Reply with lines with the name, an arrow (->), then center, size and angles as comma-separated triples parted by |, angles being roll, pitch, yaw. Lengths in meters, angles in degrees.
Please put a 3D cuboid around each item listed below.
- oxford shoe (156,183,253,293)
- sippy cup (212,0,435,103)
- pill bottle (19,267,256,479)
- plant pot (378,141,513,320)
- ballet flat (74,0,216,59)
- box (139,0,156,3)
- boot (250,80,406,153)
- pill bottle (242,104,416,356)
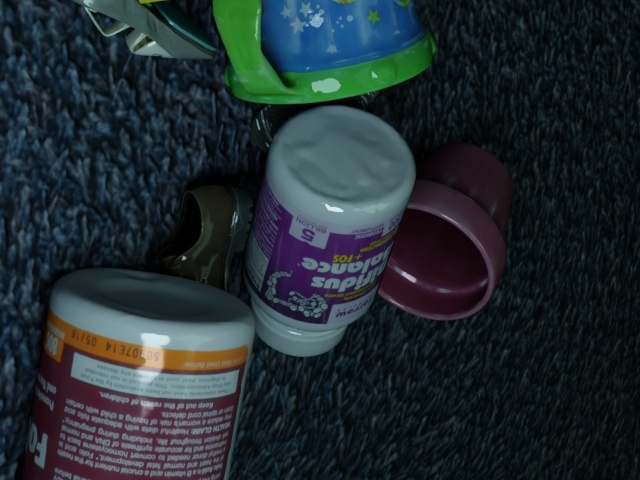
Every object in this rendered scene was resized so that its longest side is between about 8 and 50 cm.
oxford shoe -> -0.152, 0.043, 1.947 | 0.096, 0.083, 0.227 | 4, 99, -38
sippy cup -> -0.005, -0.289, 1.862 | 0.240, 0.305, 0.224 | -11, 110, -3
pill bottle -> -0.211, 0.245, 1.834 | 0.224, 0.224, 0.392 | -3, 108, -51
plant pot -> 0.164, -0.026, 2.222 | 0.180, 0.201, 0.201 | -57, 144, -41
ballet flat -> -0.193, -0.233, 1.778 | 0.068, 0.072, 0.213 | -43, 143, 10
box -> -0.123, -0.366, 1.625 | 0.243, 0.213, 0.117 | 60, 42, -37
boot -> 0.027, -0.180, 2.048 | 0.076, 0.189, 0.208 | 63, 23, -12
pill bottle -> 0.000, 0.000, 1.973 | 0.169, 0.169, 0.301 | -38, 157, -35
